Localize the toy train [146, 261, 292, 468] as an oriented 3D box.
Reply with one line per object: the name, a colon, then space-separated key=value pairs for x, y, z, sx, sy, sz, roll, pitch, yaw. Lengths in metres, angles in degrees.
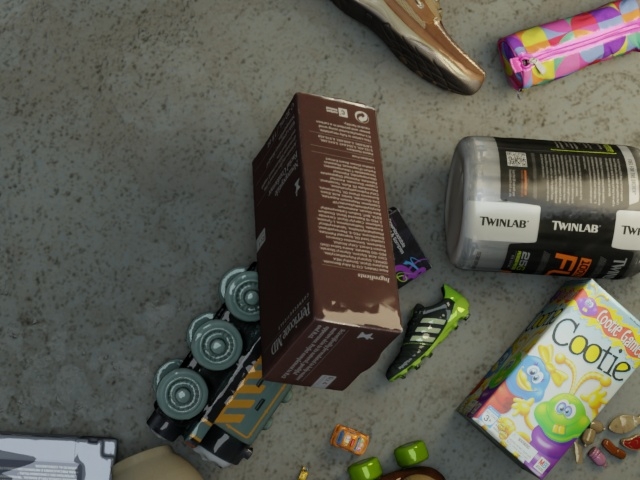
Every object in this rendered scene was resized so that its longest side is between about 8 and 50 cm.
toy train: x=-0.115 y=0.182 z=1.763 sx=0.190 sy=0.142 sz=0.334 roll=35 pitch=85 yaw=-10

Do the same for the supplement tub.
supplement tub: x=0.368 y=-0.048 z=1.764 sx=0.338 sy=0.207 sz=0.207 roll=3 pitch=86 yaw=-2

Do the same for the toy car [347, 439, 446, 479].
toy car: x=0.130 y=0.396 z=1.729 sx=0.149 sy=0.188 sz=0.155 roll=-20 pitch=87 yaw=-4

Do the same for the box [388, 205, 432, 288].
box: x=0.079 y=0.037 z=1.814 sx=0.162 sy=0.029 sz=0.116 roll=-33 pitch=109 yaw=-4

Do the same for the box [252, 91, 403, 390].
box: x=0.000 y=0.000 z=1.661 sx=0.143 sy=0.191 sz=0.381 roll=9 pitch=55 yaw=-23

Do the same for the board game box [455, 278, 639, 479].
board game box: x=0.358 y=0.207 z=1.778 sx=0.144 sy=0.142 sz=0.275 roll=41 pitch=85 yaw=0

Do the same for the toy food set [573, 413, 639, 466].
toy food set: x=0.455 y=0.317 z=1.839 sx=0.122 sy=0.019 sz=0.078 roll=-5 pitch=87 yaw=-11

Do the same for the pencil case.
pencil case: x=0.397 y=-0.308 z=1.838 sx=0.236 sy=0.104 sz=0.104 roll=-21 pitch=88 yaw=-5

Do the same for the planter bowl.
planter bowl: x=-0.249 y=0.371 z=1.733 sx=0.162 sy=0.162 sz=0.109 roll=-22 pitch=76 yaw=-4

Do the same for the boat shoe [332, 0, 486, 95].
boat shoe: x=0.140 y=-0.358 z=1.818 sx=0.324 sy=0.123 sz=0.116 roll=41 pitch=83 yaw=-1

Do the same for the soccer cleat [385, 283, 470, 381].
soccer cleat: x=0.157 y=0.145 z=1.818 sx=0.072 sy=0.060 sz=0.179 roll=44 pitch=79 yaw=10

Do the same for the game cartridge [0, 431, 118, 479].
game cartridge: x=-0.463 y=0.391 z=1.767 sx=0.297 sy=0.062 sz=0.198 roll=4 pitch=90 yaw=-3

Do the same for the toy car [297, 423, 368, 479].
toy car: x=0.022 y=0.340 z=1.801 sx=0.060 sy=0.040 sz=0.122 roll=40 pitch=85 yaw=0
